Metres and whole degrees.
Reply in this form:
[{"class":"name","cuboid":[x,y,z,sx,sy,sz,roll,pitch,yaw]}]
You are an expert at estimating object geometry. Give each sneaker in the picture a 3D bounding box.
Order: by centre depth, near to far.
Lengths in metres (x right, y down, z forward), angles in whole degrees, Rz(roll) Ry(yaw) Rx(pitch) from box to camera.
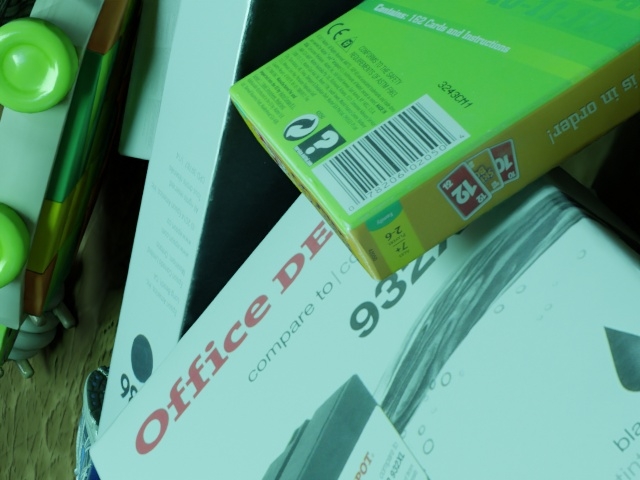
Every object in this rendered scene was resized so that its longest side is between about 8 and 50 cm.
[{"class":"sneaker","cuboid":[-0.139,0.155,1.144,0.058,0.052,0.135,121,153,-52]}]

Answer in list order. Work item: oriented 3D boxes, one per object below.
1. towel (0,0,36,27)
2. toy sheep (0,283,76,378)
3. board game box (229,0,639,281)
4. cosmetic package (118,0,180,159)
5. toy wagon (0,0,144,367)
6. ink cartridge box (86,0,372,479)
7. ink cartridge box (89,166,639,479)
[{"class":"towel","cuboid":[-0.174,-0.223,1.153,0.312,0.056,0.324,-63,7,11]},{"class":"toy sheep","cuboid":[-0.238,0.054,1.307,0.132,0.091,0.091,-46,41,20]},{"class":"board game box","cuboid":[0.099,-0.093,0.642,0.259,0.039,0.124,-35,36,-3]},{"class":"cosmetic package","cuboid":[-0.064,-0.164,1.072,0.099,0.060,0.239,15,96,64]},{"class":"toy wagon","cuboid":[-0.188,-0.048,1.163,0.267,0.068,0.344,-78,5,-73]},{"class":"ink cartridge box","cuboid":[0.000,0.000,0.777,0.065,0.165,0.333,44,129,47]},{"class":"ink cartridge box","cuboid":[0.064,0.105,0.622,0.223,0.129,0.307,-50,35,9]}]
